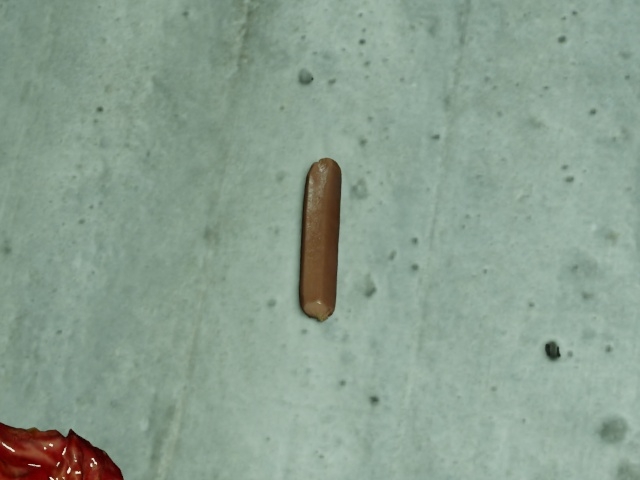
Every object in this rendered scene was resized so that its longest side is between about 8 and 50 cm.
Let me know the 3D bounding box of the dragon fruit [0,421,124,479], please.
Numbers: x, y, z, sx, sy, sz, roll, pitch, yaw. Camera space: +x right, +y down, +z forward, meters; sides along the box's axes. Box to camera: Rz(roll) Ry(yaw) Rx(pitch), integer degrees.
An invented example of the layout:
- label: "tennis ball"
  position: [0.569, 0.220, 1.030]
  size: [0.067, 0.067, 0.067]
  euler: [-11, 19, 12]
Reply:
- label: "dragon fruit"
  position: [-0.325, 0.207, 1.487]
  size: [0.330, 0.302, 0.240]
  euler: [-14, 29, -8]

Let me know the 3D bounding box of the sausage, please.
- label: "sausage"
  position: [0.000, 0.000, 1.557]
  size: [0.035, 0.030, 0.147]
  euler: [-4, 64, 17]
